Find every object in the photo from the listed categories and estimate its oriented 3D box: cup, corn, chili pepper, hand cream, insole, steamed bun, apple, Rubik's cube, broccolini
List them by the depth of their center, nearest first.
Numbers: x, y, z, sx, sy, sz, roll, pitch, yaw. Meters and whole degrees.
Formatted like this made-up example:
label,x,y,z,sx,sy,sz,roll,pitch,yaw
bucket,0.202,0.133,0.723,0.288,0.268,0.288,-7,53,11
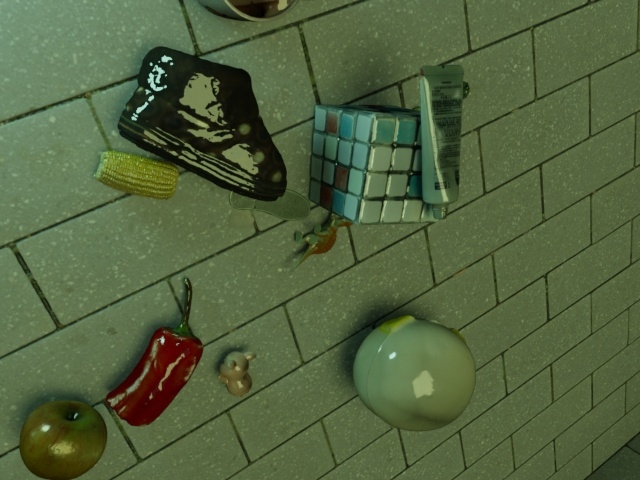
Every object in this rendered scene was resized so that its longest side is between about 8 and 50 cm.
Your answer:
label,x,y,z,sx,sy,sz,roll,pitch,yaw
cup,-0.128,-0.526,1.106,0.252,0.200,0.192,2,107,-31
corn,-0.384,-0.139,1.183,0.165,0.063,0.085,14,110,-33
apple,-0.565,0.441,1.231,0.182,0.182,0.155,20,105,-35
hand cream,0.267,-0.214,1.254,0.124,0.077,0.341,-11,106,-27
chili pepper,-0.349,0.273,1.324,0.338,0.131,0.134,-55,135,-5
Rubik's cube,0.142,-0.191,1.371,0.256,0.253,0.259,-5,110,-29
insole,-0.120,-0.096,1.398,0.231,0.003,0.080,9,103,-34
broccolini,0.343,-0.390,1.542,0.194,0.052,0.054,-24,116,-21
steamed bun,0.277,0.389,1.643,0.373,0.334,0.334,21,96,-35

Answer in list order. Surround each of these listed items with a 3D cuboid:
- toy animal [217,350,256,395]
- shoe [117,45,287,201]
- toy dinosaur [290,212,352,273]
label,x,y,z,sx,sy,sz,roll,pitch,yaw
toy animal,-0.214,0.349,1.465,0.089,0.083,0.150,3,125,12
shoe,-0.208,-0.248,1.184,0.383,0.171,0.237,24,99,-28
toy dinosaur,0.001,-0.002,1.491,0.212,0.057,0.142,-54,146,11
